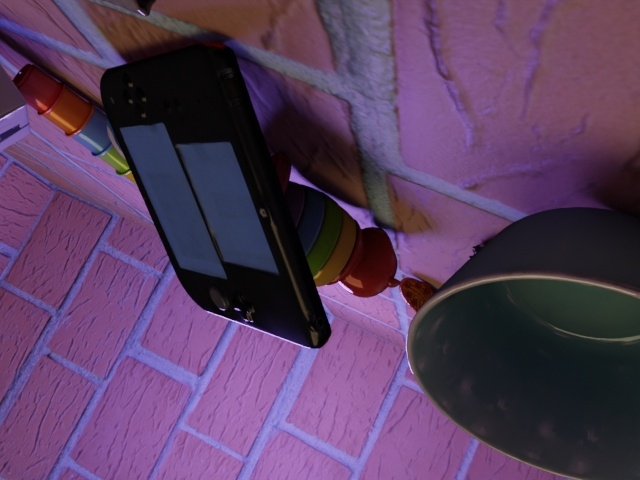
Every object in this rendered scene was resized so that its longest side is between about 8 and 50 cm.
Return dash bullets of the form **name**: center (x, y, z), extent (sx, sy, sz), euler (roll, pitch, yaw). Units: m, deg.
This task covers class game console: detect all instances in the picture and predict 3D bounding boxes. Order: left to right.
- **game console**: center (-0.151, -0.053, 0.843), extent (0.342, 0.060, 0.386), euler (13, 128, 54)

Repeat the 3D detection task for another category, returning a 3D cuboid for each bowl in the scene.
- **bowl**: center (0.256, 0.089, 0.630), extent (0.312, 0.163, 0.311), euler (18, 139, 16)

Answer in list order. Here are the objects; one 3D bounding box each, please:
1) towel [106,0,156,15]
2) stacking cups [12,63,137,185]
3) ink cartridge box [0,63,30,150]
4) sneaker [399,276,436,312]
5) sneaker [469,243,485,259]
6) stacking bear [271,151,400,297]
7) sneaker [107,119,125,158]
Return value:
- **towel**: center (-0.294, -0.325, 0.480), extent (0.324, 0.056, 0.312), euler (26, 167, 14)
- **stacking cups**: center (-0.429, -0.217, 1.217), extent (0.096, 0.096, 0.316), euler (15, 159, 47)
- **ink cartridge box**: center (-0.595, -0.260, 1.042), extent (0.223, 0.129, 0.307), euler (58, 161, -13)
- **sneaker**: center (0.225, 0.131, 1.340), extent (0.175, 0.064, 0.067), euler (35, 177, -25)
- **sneaker**: center (0.258, 0.065, 0.921), extent (0.106, 0.078, 0.234), euler (21, 172, 16)
- **stacking bear**: center (0.000, 0.000, 1.030), extent (0.289, 0.164, 0.175), euler (26, 170, -24)
- **sneaker**: center (-0.309, -0.157, 1.176), extent (0.092, 0.087, 0.229), euler (20, 166, 41)
